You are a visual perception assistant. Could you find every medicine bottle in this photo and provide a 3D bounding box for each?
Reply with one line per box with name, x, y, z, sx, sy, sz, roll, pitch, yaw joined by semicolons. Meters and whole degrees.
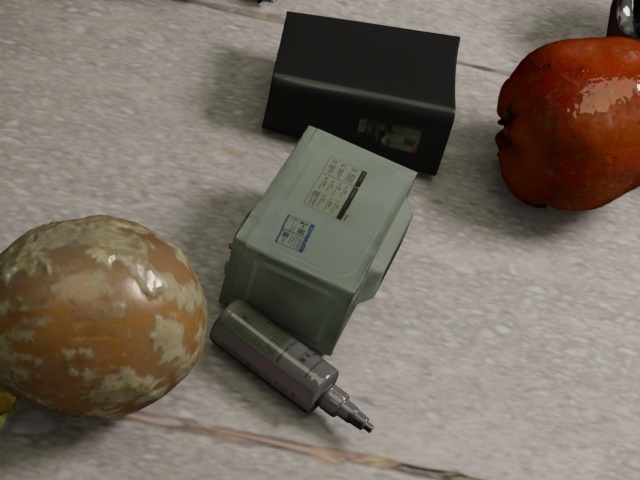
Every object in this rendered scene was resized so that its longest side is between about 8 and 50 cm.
medicine bottle;-0.024;0.139;1.407;0.199;0.058;0.057;36;50;16

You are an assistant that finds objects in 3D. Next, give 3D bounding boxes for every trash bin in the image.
trash bin;0.052;-0.193;1.686;0.225;0.115;0.165;12;47;-3

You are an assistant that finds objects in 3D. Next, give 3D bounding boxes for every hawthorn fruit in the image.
hawthorn fruit;0.355;-0.153;1.634;0.299;0.211;0.211;-17;51;7

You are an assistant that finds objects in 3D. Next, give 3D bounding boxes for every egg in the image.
egg;-0.224;0.076;1.303;0.245;0.203;0.203;0;47;-40

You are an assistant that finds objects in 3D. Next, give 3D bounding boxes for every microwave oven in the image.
microwave oven;0.000;0.000;1.493;0.162;0.122;0.208;25;48;6

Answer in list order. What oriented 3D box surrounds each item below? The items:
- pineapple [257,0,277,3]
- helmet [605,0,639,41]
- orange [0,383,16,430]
pineapple;-0.158;-0.378;1.792;0.251;0.125;0.125;8;48;-18
helmet;0.514;-0.246;1.812;0.270;0.197;0.338;-10;63;-12
orange;-0.470;0.131;1.166;0.368;0.210;0.271;33;8;13
